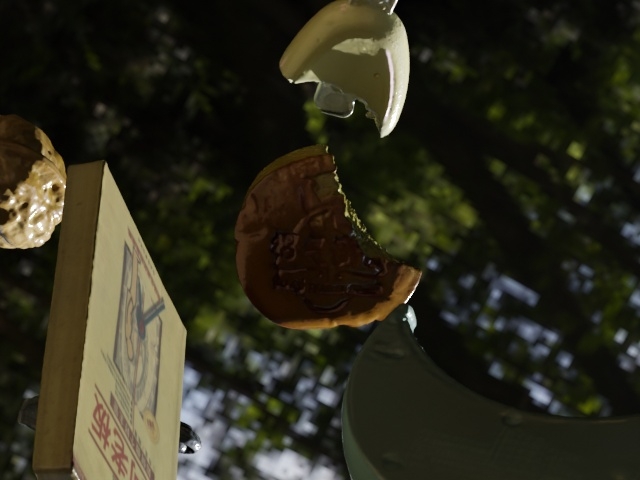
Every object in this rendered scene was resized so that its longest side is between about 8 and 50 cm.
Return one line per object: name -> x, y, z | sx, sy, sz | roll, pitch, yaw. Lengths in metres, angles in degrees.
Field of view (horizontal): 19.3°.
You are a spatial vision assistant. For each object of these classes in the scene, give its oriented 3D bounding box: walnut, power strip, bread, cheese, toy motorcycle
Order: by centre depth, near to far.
power strip -> 0.123, 0.114, 0.986 | 0.167, 0.253, 0.054 | -54, 146, -41
walnut -> -0.211, -0.039, 1.272 | 0.096, 0.082, 0.079 | 67, 30, -53
bread -> -0.007, 0.008, 1.536 | 0.125, 0.156, 0.086 | -36, -164, 6
toy motorcycle -> -0.201, 0.161, 1.686 | 0.193, 0.124, 0.061 | -2, -117, 46
cheese -> 0.044, -0.202, 1.734 | 0.049, 0.127, 0.235 | -88, -163, -47

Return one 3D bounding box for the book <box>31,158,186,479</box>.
book -> -0.114, 0.085, 1.061 | 0.026, 0.161, 0.231 | -11, -136, 10
